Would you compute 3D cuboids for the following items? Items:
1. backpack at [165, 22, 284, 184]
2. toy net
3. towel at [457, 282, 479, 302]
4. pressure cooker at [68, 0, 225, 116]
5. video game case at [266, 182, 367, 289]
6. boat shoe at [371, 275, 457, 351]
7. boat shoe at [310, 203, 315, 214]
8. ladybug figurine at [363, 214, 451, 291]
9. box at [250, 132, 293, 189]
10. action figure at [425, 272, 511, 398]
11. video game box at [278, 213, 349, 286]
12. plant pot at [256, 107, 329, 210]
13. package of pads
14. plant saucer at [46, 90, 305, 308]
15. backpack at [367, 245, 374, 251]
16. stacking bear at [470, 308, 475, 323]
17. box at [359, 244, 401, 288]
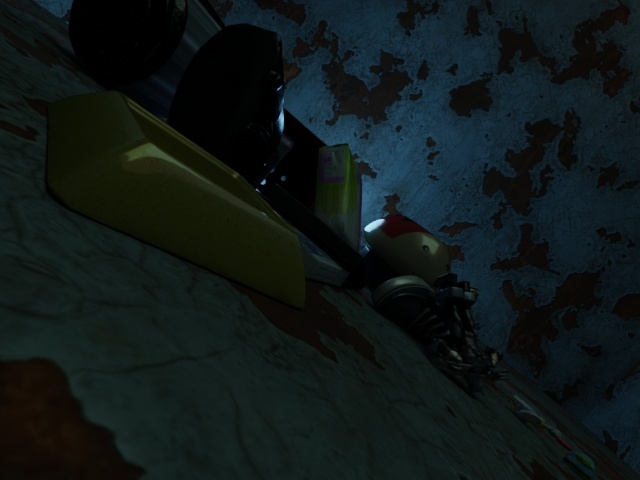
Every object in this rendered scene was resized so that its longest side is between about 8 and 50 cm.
[{"bbox_3d":[-0.197,-0.253,0.892,0.273,0.290,0.355,23,-6,12],"label":"backpack"},{"bbox_3d":[0.563,0.483,1.003,0.122,0.045,0.232,31,7,-41],"label":"toy net"},{"bbox_3d":[0.478,0.226,1.548,0.187,0.049,0.282,16,-31,7],"label":"towel"},{"bbox_3d":[-0.474,-0.577,1.241,0.420,0.375,0.370,20,56,-74],"label":"pressure cooker"},{"bbox_3d":[0.000,0.000,0.997,0.275,0.035,0.248,41,-9,19],"label":"video game case"},{"bbox_3d":[0.276,0.201,1.048,0.340,0.127,0.158,18,35,-43],"label":"boat shoe"},{"bbox_3d":[-0.011,-0.092,1.663,0.307,0.110,0.104,49,3,6],"label":"boat shoe"},{"bbox_3d":[0.299,0.027,1.371,0.305,0.162,0.449,38,6,-18],"label":"ladybug figurine"},{"bbox_3d":[-0.250,-0.284,1.109,0.293,0.201,0.057,37,29,-19],"label":"box"},{"bbox_3d":[0.335,0.223,0.941,0.185,0.099,0.285,18,50,-20],"label":"action figure"},{"bbox_3d":[-0.048,0.010,0.848,0.205,0.048,0.187,41,3,23],"label":"video game box"},{"bbox_3d":[-0.139,-0.250,1.392,0.267,0.267,0.236,36,-8,-24],"label":"plant pot"},{"bbox_3d":[0.060,-0.117,1.229,0.101,0.296,0.229,-3,-20,17],"label":"package of pads"},{"bbox_3d":[-0.177,-0.076,0.554,0.333,0.081,0.333,33,8,-43],"label":"plant saucer"},{"bbox_3d":[0.288,0.094,1.707,0.166,0.144,0.188,35,-1,-43],"label":"backpack"},{"bbox_3d":[0.477,0.290,1.455,0.175,0.164,0.289,44,3,41],"label":"stacking bear"},{"bbox_3d":[0.195,0.105,1.400,0.156,0.093,0.158,38,7,-1],"label":"box"}]
